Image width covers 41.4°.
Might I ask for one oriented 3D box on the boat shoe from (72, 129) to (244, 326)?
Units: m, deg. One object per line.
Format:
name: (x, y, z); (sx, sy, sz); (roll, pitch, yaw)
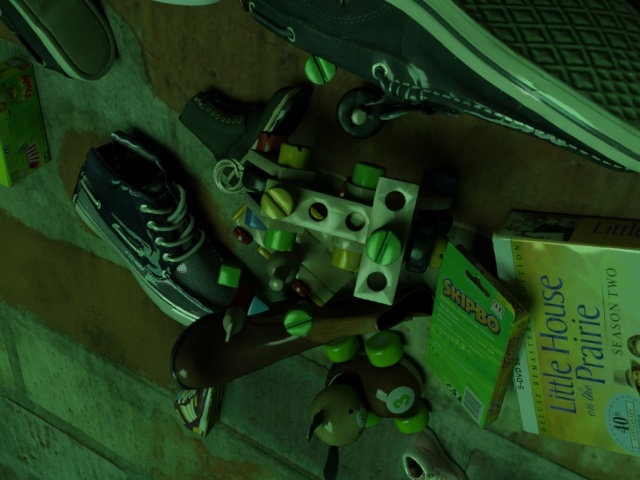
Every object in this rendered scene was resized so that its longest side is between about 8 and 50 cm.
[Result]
boat shoe: (-0.225, -0.010, 1.235); (0.340, 0.127, 0.158); (39, 146, 5)

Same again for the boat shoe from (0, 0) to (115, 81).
boat shoe: (-0.394, -0.353, 1.084); (0.113, 0.127, 0.340); (9, 145, 37)

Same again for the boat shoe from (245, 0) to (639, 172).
boat shoe: (0.116, -0.193, 0.796); (0.500, 0.187, 0.156); (33, 140, 20)

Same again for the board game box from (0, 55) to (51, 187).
board game box: (-0.483, -0.183, 1.321); (0.043, 0.092, 0.181); (23, 134, 21)

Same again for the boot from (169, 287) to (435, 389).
boot: (-0.023, 0.130, 1.105); (0.280, 0.264, 0.096); (-9, 90, 43)

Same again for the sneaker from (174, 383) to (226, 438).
sneaker: (-0.224, 0.286, 1.522); (0.084, 0.069, 0.185); (27, 135, 10)

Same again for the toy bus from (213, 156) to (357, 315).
toy bus: (-0.034, -0.014, 1.094); (0.191, 0.104, 0.202); (-1, 104, 1)

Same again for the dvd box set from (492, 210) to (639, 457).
dvd box set: (0.409, 0.123, 0.911); (0.420, 0.062, 0.307); (7, 126, 33)

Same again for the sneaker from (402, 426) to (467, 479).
sneaker: (0.168, 0.351, 1.274); (0.051, 0.070, 0.134); (-20, 110, 43)

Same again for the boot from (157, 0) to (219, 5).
boot: (-0.209, -0.363, 0.959); (0.258, 0.095, 0.123); (29, 137, 23)

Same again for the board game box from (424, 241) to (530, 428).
board game box: (0.185, 0.116, 1.033); (0.124, 0.039, 0.259); (50, 158, 33)

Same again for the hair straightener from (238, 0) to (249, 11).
hair straightener: (-0.081, -0.368, 0.910); (0.089, 0.047, 0.230); (-7, 114, 26)

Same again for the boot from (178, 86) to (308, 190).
boot: (-0.109, -0.160, 1.073); (0.137, 0.077, 0.198); (47, 137, 4)

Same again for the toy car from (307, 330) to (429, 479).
toy car: (0.045, 0.242, 1.190); (0.149, 0.188, 0.155); (-1, 123, 38)

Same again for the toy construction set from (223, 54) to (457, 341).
toy construction set: (0.000, 0.000, 0.910); (0.257, 0.237, 0.309); (37, 106, -7)
